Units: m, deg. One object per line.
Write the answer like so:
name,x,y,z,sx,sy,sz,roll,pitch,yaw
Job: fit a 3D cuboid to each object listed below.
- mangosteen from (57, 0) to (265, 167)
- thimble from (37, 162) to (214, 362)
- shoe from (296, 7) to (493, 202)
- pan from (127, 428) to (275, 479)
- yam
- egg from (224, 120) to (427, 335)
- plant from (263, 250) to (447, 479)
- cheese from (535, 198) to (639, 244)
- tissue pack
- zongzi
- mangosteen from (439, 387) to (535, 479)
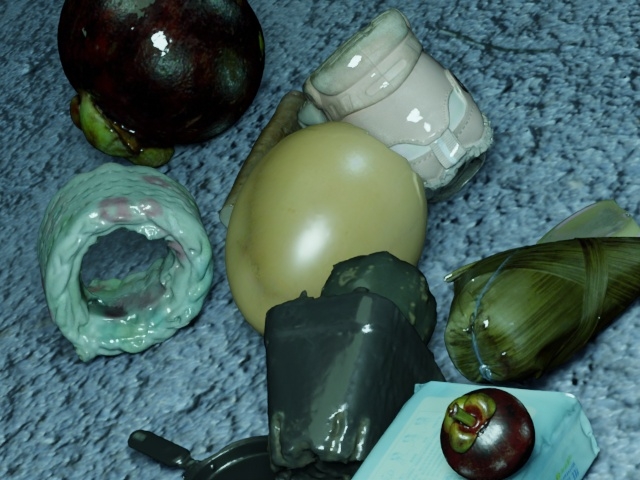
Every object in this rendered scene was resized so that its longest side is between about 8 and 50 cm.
mangosteen,-0.214,-0.239,2.452,0.288,0.288,0.288,-19,30,11
thimble,-0.226,0.026,2.125,0.211,0.185,0.149,-56,23,16
shoe,0.088,-0.127,2.137,0.172,0.198,0.351,-40,-5,4
pan,-0.109,0.228,1.850,0.235,0.028,0.136,17,49,46
yam,-0.065,-0.105,2.334,0.046,0.046,0.264,-8,35,27
egg,0.000,0.000,1.962,0.201,0.201,0.244,2,48,39
plant,0.028,0.126,1.786,0.142,0.164,0.256,-6,43,32
cheese,0.233,0.023,1.913,0.192,0.037,0.097,-28,28,-4
tissue pack,0.104,0.240,1.616,0.177,0.089,0.263,1,41,39
zongzi,0.234,0.058,1.750,0.242,0.112,0.221,-15,11,11
mangosteen,0.138,0.159,1.556,0.081,0.081,0.081,-19,30,11
